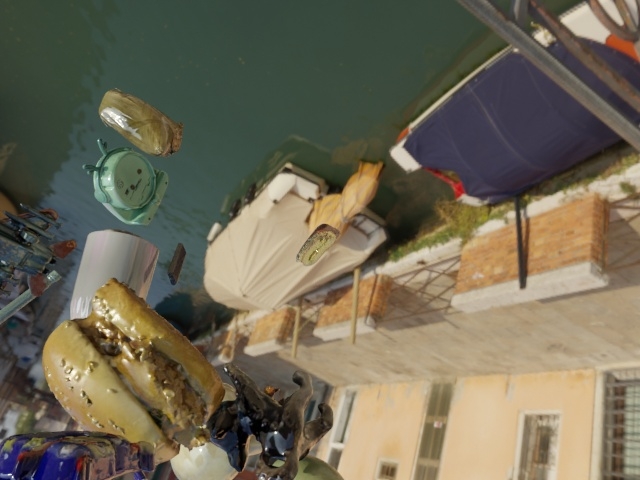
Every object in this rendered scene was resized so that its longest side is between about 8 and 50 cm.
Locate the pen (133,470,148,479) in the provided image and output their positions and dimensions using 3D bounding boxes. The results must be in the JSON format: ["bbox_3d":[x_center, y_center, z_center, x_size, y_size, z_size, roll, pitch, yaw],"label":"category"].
[{"bbox_3d":[-0.526,0.788,1.610,0.033,0.033,0.269,36,166,-33],"label":"pen"}]

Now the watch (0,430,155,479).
[{"bbox_3d":[-0.306,0.325,0.599,0.171,0.200,0.196,1,167,10],"label":"watch"}]

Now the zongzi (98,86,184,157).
[{"bbox_3d":[-0.406,-0.253,1.151,0.194,0.099,0.197,28,-165,-14],"label":"zongzi"}]

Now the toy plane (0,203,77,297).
[{"bbox_3d":[-0.669,-0.004,1.051,0.104,0.223,0.326,29,171,35],"label":"toy plane"}]

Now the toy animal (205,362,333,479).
[{"bbox_3d":[-0.170,0.486,1.353,0.344,0.303,0.194,-1,123,22],"label":"toy animal"}]

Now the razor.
[{"bbox_3d":[-0.705,0.155,1.202,0.106,0.232,0.068,37,152,21],"label":"razor"}]

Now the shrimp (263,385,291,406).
[{"bbox_3d":[-0.119,0.486,1.512,0.150,0.068,0.249,56,152,15],"label":"shrimp"}]

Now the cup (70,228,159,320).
[{"bbox_3d":[-0.739,0.163,1.854,0.253,0.372,0.253,6,159,2],"label":"cup"}]

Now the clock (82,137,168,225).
[{"bbox_3d":[-0.462,-0.142,1.227,0.065,0.159,0.211,3,154,28],"label":"clock"}]

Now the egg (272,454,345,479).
[{"bbox_3d":[-0.038,0.676,1.357,0.218,0.218,0.295,35,176,-31],"label":"egg"}]

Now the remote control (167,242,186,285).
[{"bbox_3d":[-0.548,0.087,1.990,0.025,0.245,0.063,-14,118,2],"label":"remote control"}]

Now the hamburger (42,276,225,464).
[{"bbox_3d":[-0.363,0.323,1.105,0.286,0.268,0.446,17,139,40],"label":"hamburger"}]

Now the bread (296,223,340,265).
[{"bbox_3d":[-0.001,0.000,1.572,0.067,0.192,0.119,46,114,-4],"label":"bread"}]

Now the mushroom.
[{"bbox_3d":[-0.308,0.587,1.606,0.356,0.315,0.315,-25,150,-5],"label":"mushroom"}]
